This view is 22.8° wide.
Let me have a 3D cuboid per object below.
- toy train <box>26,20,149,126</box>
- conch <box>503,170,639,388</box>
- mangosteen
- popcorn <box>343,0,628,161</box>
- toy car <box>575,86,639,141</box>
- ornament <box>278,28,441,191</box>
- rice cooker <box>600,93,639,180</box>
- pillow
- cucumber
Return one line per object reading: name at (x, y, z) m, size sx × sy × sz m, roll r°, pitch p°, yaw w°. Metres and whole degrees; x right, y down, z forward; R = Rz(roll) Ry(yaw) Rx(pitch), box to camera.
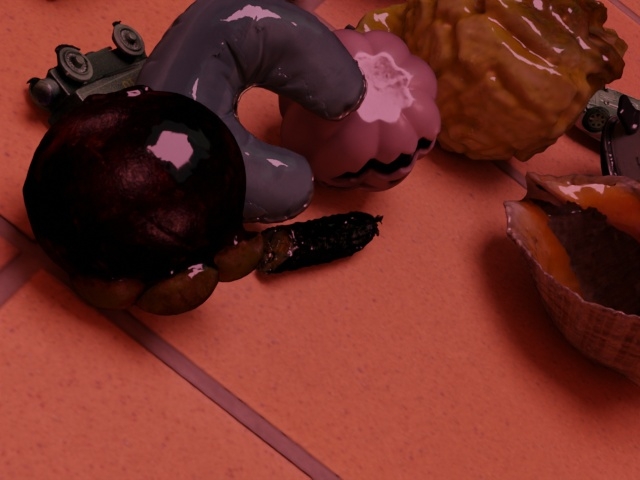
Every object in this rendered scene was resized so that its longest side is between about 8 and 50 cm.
toy train at (-0.215, -0.152, 1.573) m, size 0.099 × 0.070 × 0.172 m, roll 52°, pitch 35°, yaw 1°
conch at (0.360, 0.059, 1.752) m, size 0.352 × 0.210 × 0.297 m, roll 13°, pitch 29°, yaw 24°
mangosteen at (-0.158, -0.035, 1.389) m, size 0.210 × 0.210 × 0.210 m, roll 24°, pitch 37°, yaw -20°
popcorn at (0.221, -0.227, 1.907) m, size 0.293 × 0.237 × 0.293 m, roll 23°, pitch 41°, yaw -22°
toy car at (0.426, -0.145, 2.143) m, size 0.224 × 0.076 × 0.090 m, roll 21°, pitch 39°, yaw -12°
ornament at (0.039, -0.136, 1.703) m, size 0.177 × 0.177 × 0.177 m, roll 24°, pitch 37°, yaw -20°
rice cooker at (0.466, -0.073, 1.965) m, size 0.280 × 0.227 × 0.241 m, roll 52°, pitch 30°, yaw -19°
pillow at (-0.075, -0.131, 1.559) m, size 0.214 × 0.086 × 0.233 m, roll 28°, pitch 74°, yaw -14°
cucumber at (0.000, 0.000, 1.610) m, size 0.181 × 0.053 × 0.053 m, roll -13°, pitch 59°, yaw -50°
